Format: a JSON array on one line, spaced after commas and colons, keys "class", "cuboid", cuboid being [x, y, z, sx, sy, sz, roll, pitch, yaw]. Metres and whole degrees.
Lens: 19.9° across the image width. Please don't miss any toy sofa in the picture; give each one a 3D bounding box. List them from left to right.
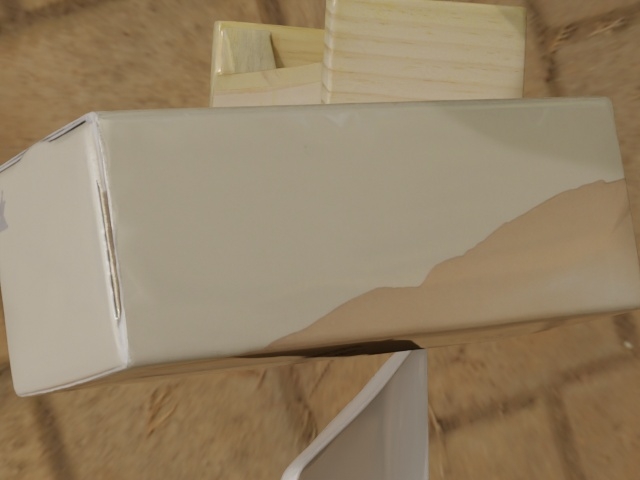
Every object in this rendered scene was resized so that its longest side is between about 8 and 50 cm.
[{"class": "toy sofa", "cuboid": [0.023, -0.088, 1.405, 0.150, 0.362, 0.177, 2, 92, -17]}]

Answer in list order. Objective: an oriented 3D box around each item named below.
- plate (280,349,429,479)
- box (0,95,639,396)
[{"class": "plate", "cuboid": [0.024, 0.255, 1.562, 0.045, 0.278, 0.277, 9, 115, 23]}, {"class": "box", "cuboid": [0.000, 0.000, 0.948, 0.311, 0.148, 0.121, -5, 83, -30]}]
